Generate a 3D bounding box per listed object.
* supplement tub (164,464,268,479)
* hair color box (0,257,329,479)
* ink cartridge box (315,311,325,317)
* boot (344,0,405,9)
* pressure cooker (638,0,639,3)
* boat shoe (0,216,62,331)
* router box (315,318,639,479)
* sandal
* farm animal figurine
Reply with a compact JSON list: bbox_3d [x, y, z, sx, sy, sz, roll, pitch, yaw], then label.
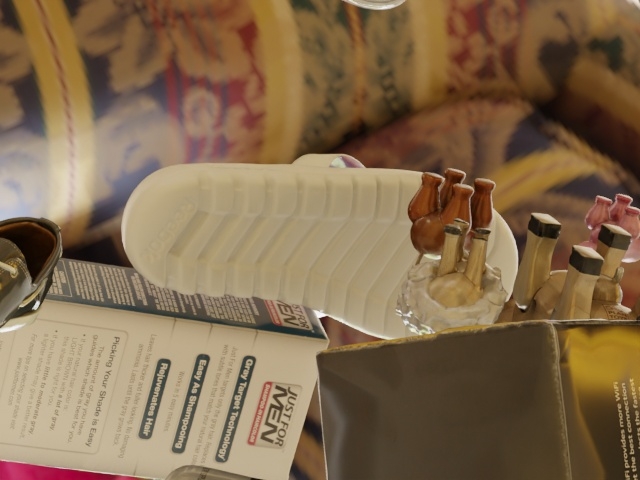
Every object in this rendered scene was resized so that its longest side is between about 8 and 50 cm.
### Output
[{"bbox_3d":[0.009,0.307,1.584,0.316,0.193,0.193,12,134,2],"label":"supplement tub"},{"bbox_3d":[-0.185,0.122,1.824,0.347,0.105,0.174,10,112,-17],"label":"hair color box"},{"bbox_3d":[-0.083,0.056,2.312,0.191,0.082,0.139,-16,159,-8],"label":"ink cartridge box"},{"bbox_3d":[-0.013,-0.295,1.557,0.095,0.258,0.123,-44,-178,-5],"label":"boot"},{"bbox_3d":[0.388,-0.051,0.972,0.370,0.420,0.375,-18,172,-38],"label":"pressure cooker"},{"bbox_3d":[-0.256,0.030,1.413,0.079,0.084,0.233,-54,173,17],"label":"boat shoe"},{"bbox_3d":[0.113,0.179,0.581,0.081,0.308,0.243,-10,171,36],"label":"router box"},{"bbox_3d":[0.006,-0.013,1.821,0.416,0.102,0.169,12,112,-30],"label":"sandal"},{"bbox_3d":[0.223,0.069,1.642,0.330,0.327,0.172,12,104,0],"label":"farm animal figurine"}]
